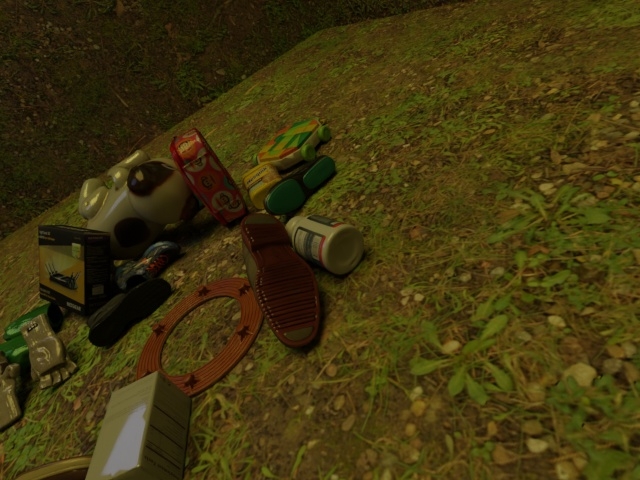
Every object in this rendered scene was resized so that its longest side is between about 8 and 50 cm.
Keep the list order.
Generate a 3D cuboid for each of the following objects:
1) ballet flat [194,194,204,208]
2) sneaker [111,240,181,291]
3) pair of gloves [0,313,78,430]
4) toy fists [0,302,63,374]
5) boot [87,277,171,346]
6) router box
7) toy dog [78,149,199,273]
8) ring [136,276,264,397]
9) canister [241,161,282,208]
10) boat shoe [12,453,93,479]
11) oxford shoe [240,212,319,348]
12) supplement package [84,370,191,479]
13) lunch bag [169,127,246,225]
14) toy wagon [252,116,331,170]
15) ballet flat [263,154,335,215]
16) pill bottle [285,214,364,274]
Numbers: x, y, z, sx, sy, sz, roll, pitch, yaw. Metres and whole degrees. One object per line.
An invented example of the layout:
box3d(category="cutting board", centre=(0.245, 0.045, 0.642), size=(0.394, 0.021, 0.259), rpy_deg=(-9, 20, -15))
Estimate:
box3d(category="ballet flat", centre=(-0.429, -0.178, 1.513), size=(0.188, 0.070, 0.070), rpy_deg=(-42, 35, -20))
box3d(category="sneaker", centre=(-0.523, 0.085, 1.230), size=(0.221, 0.083, 0.087), rpy_deg=(-35, 52, -6))
box3d(category="pair of gloves", centre=(-0.771, 0.338, 1.040), size=(0.240, 0.042, 0.204), rpy_deg=(-43, 68, -10))
box3d(category="toy fists", centre=(-0.876, 0.298, 1.201), size=(0.142, 0.096, 0.279), rpy_deg=(-23, 31, -11))
box3d(category="boot", centre=(-0.544, 0.174, 1.120), size=(0.246, 0.083, 0.161), rpy_deg=(-40, 29, -16))
box3d(category="router box", centre=(-0.768, 0.082, 1.244), size=(0.309, 0.242, 0.081), rpy_deg=(6, 6, 34))
box3d(category="toy dog", centre=(-0.585, -0.118, 1.290), size=(0.408, 0.284, 0.395), rpy_deg=(-25, 38, 31))
box3d(category="ring", centre=(-0.279, 0.204, 0.911), size=(0.337, 0.032, 0.336), rpy_deg=(-21, 35, 16))
box3d(category="canister", centre=(-0.182, -0.180, 1.300), size=(0.126, 0.073, 0.170), rpy_deg=(-32, 35, -1))
box3d(category="boat shoe", centre=(-0.493, 0.469, 0.679), size=(0.342, 0.123, 0.123), rpy_deg=(-24, 63, 1))
box3d(category="oxford shoe", centre=(-0.089, 0.093, 0.856), size=(0.123, 0.130, 0.348), rpy_deg=(-6, 45, -18))
box3d(category="supplement package", centre=(-0.301, 0.339, 0.682), size=(0.105, 0.105, 0.179), rpy_deg=(-26, 33, 6))
box3d(category="lunch bag", centre=(-0.352, -0.210, 1.274), size=(0.120, 0.293, 0.258), rpy_deg=(-31, 29, -3))
box3d(category="toy wagon", centre=(-0.091, -0.372, 1.483), size=(0.267, 0.068, 0.344), rpy_deg=(2, 45, 39))
box3d(category="ballet flat", centre=(-0.070, -0.156, 1.176), size=(0.280, 0.095, 0.096), rpy_deg=(-38, 23, -29))
box3d(category="pill bottle", centre=(0.000, 0.000, 0.889), size=(0.108, 0.108, 0.180), rpy_deg=(-44, 35, -19))
